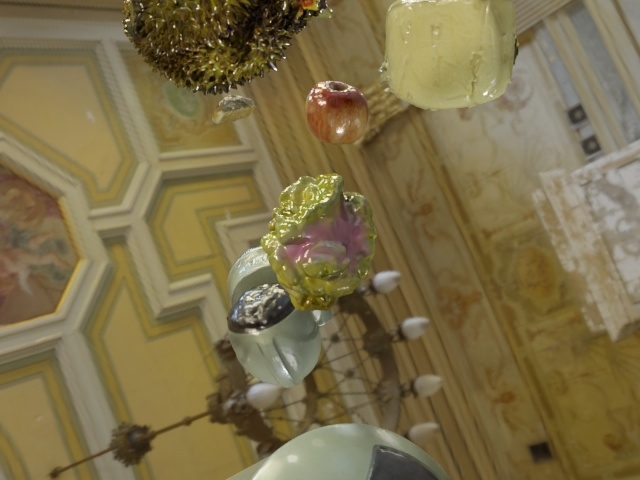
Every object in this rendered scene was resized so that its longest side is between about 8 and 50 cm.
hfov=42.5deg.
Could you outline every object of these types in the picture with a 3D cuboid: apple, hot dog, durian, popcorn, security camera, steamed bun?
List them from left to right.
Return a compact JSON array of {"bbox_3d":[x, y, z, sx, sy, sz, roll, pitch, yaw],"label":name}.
[{"bbox_3d":[-0.136,-0.349,1.161,0.258,0.292,0.258,43,-146,-38],"label":"durian"},{"bbox_3d":[-0.136,-0.201,1.246,0.034,0.030,0.090,46,-146,12],"label":"hot dog"},{"bbox_3d":[-0.081,0.139,1.482,0.277,0.196,0.191,-91,-17,-62],"label":"security camera"},{"bbox_3d":[0.000,0.000,0.907,0.125,0.126,0.145,-2,-123,-13],"label":"popcorn"},{"bbox_3d":[0.037,-0.283,1.835,0.146,0.131,0.146,7,-150,-4],"label":"apple"},{"bbox_3d":[0.257,-0.376,1.612,0.166,0.272,0.232,-29,-65,-50],"label":"steamed bun"}]

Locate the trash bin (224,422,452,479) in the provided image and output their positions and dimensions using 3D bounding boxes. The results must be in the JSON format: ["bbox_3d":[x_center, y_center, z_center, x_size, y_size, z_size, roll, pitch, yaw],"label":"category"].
[{"bbox_3d":[-0.024,0.366,0.895,0.280,0.432,0.281,11,-116,-23],"label":"trash bin"}]
